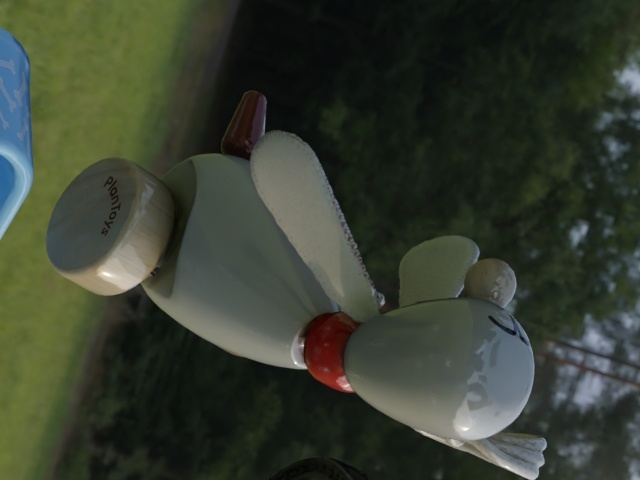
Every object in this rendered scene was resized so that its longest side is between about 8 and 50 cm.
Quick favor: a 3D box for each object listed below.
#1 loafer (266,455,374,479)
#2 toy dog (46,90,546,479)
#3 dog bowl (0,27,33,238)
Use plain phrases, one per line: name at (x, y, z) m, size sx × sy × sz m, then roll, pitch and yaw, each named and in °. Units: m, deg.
loafer at (0.000, 0.119, 0.402) m, size 0.076 × 0.078 × 0.223 m, roll -40°, pitch -161°, yaw 8°
toy dog at (0.000, 0.000, 0.819) m, size 0.161 × 0.333 × 0.220 m, roll -67°, pitch 153°, yaw -6°
dog bowl at (-0.268, -0.018, 0.837) m, size 0.297 × 0.165 × 0.074 m, roll -46°, pitch -123°, yaw 47°
